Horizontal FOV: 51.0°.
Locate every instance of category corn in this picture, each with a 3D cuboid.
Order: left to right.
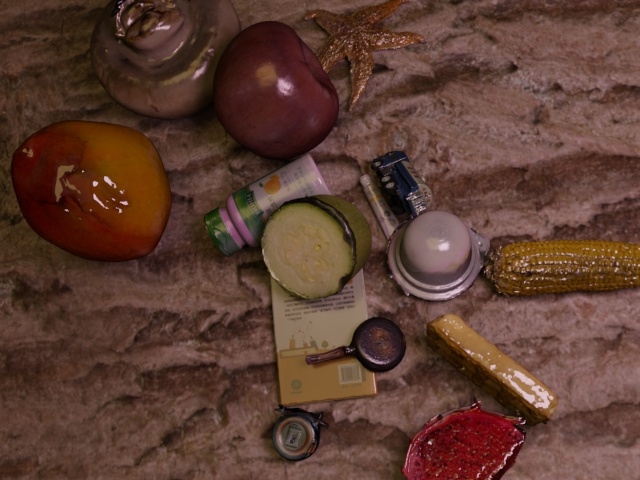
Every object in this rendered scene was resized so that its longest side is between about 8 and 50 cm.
[{"bbox_3d":[0.484,0.050,1.327,0.317,0.115,0.115,-4,74,10],"label":"corn"}]

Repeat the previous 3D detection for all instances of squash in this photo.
[{"bbox_3d":[-0.013,0.006,1.396,0.220,0.133,0.220,5,107,15],"label":"squash"}]

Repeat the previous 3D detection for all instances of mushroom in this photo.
[{"bbox_3d":[-0.363,-0.464,1.547,0.362,0.294,0.362,-3,72,10],"label":"mushroom"}]

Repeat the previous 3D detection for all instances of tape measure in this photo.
[{"bbox_3d":[-0.046,0.380,1.314,0.104,0.180,0.107,12,76,-2],"label":"tape measure"}]

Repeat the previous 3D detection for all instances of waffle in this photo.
[{"bbox_3d":[0.321,0.244,1.275,0.274,0.168,0.057,39,79,20],"label":"waffle"}]

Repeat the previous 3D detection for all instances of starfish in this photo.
[{"bbox_3d":[0.098,-0.469,1.579,0.302,0.060,0.299,-25,69,3],"label":"starfish"}]

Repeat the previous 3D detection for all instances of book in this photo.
[{"bbox_3d":[0.002,0.192,1.431,0.207,0.020,0.296,-8,73,9],"label":"book"}]

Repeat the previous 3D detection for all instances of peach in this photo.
[{"bbox_3d":[-0.480,-0.111,1.439,0.289,0.372,0.373,-25,71,7],"label":"peach"}]

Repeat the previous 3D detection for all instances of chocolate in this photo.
[{"bbox_3d":[0.243,0.014,1.361,0.221,0.147,0.221,0,73,-1],"label":"chocolate"}]

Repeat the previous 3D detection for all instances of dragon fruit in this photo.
[{"bbox_3d":[0.258,0.410,1.271,0.274,0.126,0.161,-45,61,-8],"label":"dragon fruit"}]

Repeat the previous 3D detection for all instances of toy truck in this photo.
[{"bbox_3d":[0.170,-0.122,1.405,0.088,0.074,0.202,-26,32,4],"label":"toy truck"}]

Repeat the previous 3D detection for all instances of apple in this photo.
[{"bbox_3d":[-0.102,-0.313,1.443,0.235,0.305,0.306,-29,70,16],"label":"apple"}]

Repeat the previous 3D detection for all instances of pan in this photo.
[{"bbox_3d":[0.072,0.220,1.374,0.212,0.040,0.115,-10,68,-7],"label":"pan"}]

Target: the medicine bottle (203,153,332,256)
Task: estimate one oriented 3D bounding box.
[{"bbox_3d":[-0.114,-0.072,1.471,0.274,0.133,0.133,-29,71,4],"label":"medicine bottle"}]

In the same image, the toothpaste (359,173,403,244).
[{"bbox_3d":[0.138,-0.060,1.471,0.048,0.031,0.190,-26,74,-3],"label":"toothpaste"}]
